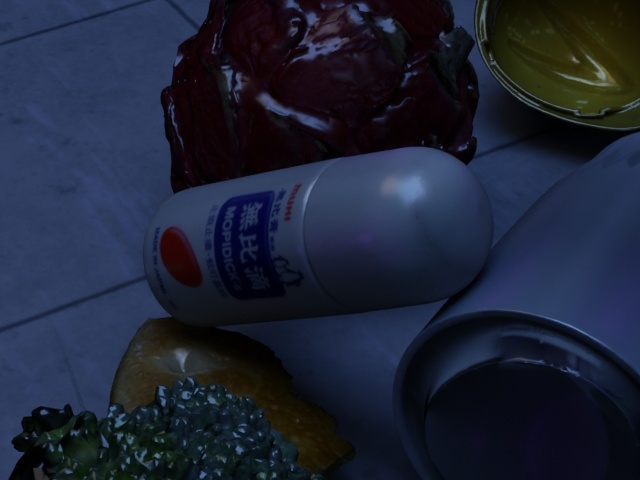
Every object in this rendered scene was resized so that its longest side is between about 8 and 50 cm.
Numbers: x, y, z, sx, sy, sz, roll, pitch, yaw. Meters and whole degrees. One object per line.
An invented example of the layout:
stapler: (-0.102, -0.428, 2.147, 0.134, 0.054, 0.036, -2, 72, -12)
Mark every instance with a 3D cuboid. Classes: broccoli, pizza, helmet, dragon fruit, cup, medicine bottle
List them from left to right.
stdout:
broccoli: (-0.099, 0.264, 1.184, 0.317, 0.338, 0.277, 7, 21, 39)
pizza: (-0.083, 0.168, 1.473, 0.182, 0.074, 0.365, -12, 31, -23)
dragon fruit: (-0.002, -0.127, 1.687, 0.329, 0.329, 0.329, -1, 38, 1)
medicine bottle: (0.000, 0.000, 1.434, 0.341, 0.130, 0.130, -7, 24, 48)
helmet: (0.295, -0.209, 1.908, 0.257, 0.140, 0.205, 34, 84, 15)
cup: (0.247, 0.080, 1.450, 0.253, 0.253, 0.371, 18, 40, 24)
